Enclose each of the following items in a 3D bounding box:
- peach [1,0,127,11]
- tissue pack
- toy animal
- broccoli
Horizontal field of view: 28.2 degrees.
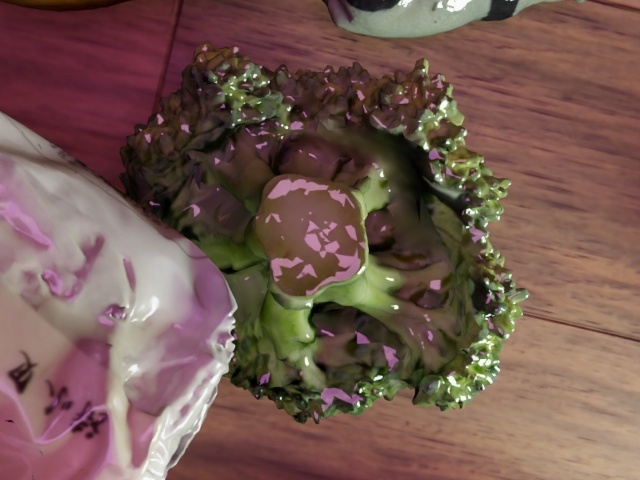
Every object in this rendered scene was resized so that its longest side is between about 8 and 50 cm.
[{"bbox_3d":[-0.159,-0.311,0.797,0.372,0.373,0.290,7,59,-5],"label":"peach"},{"bbox_3d":[-0.255,0.016,0.792,0.375,0.390,0.195,38,67,-9],"label":"tissue pack"},{"bbox_3d":[0.102,-0.213,0.933,0.225,0.094,0.121,-8,104,-13],"label":"toy animal"},{"bbox_3d":[0.001,-0.011,0.874,0.288,0.260,0.235,7,59,-2],"label":"broccoli"}]
